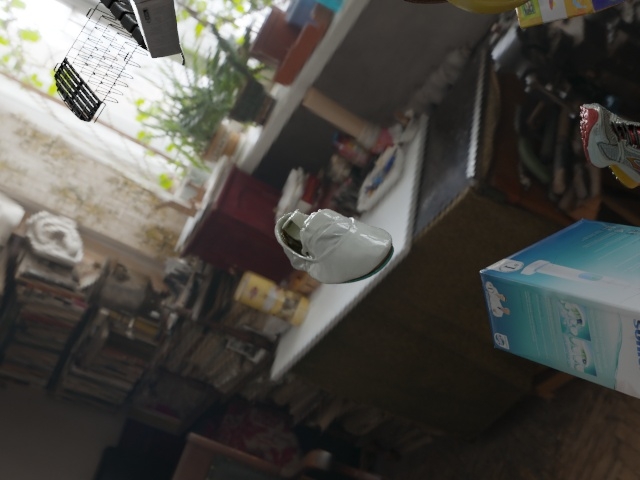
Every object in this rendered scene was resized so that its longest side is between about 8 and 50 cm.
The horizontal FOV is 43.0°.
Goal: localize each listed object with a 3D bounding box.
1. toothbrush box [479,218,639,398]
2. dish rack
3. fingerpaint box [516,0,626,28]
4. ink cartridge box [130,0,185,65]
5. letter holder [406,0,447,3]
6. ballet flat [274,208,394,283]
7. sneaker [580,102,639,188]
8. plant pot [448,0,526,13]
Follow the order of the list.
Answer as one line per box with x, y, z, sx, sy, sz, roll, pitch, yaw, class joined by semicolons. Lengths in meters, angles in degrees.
0.392;0.079;1.052;0.295;0.216;0.126;12;121;58;toothbrush box
-0.487;-0.404;1.829;0.271;0.074;0.208;-51;60;17;dish rack
0.610;-0.795;2.062;0.371;0.163;0.445;-151;42;-74;fingerpaint box
-0.209;-0.326;0.908;0.224;0.045;0.223;127;125;-81;ink cartridge box
0.266;-0.706;1.979;0.302;0.152;0.214;-22;-38;-47;letter holder
0.000;0.000;1.547;0.139;0.139;0.400;-67;19;-6;ballet flat
0.444;-0.146;1.163;0.092;0.225;0.088;-16;67;42;sneaker
0.289;-0.509;1.285;0.254;0.254;0.239;-64;1;5;plant pot
